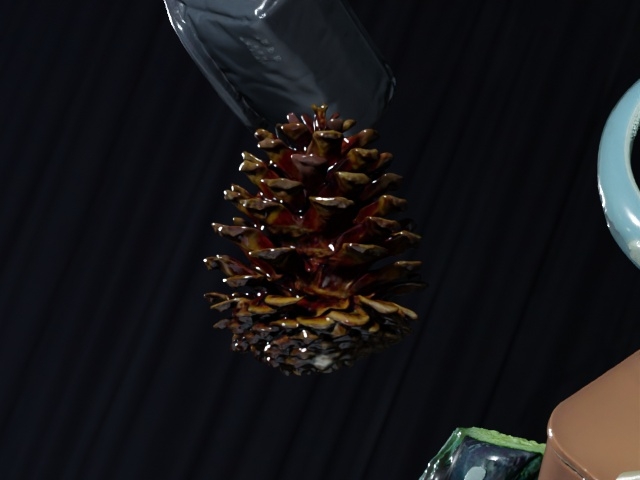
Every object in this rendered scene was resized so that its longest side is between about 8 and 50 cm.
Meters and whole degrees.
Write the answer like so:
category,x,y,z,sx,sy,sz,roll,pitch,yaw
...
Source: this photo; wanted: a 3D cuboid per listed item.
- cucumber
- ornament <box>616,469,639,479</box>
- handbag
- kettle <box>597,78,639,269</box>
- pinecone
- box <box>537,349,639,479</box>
category,x,y,z,sx,sy,sz,roll,pitch,yaw
cucumber,0.147,0.254,1.744,0.115,0.193,0.086,42,16,18
ornament,0.336,0.243,1.234,0.230,0.061,0.245,45,-22,-7
handbag,-0.083,-0.253,2.251,0.275,0.178,0.302,16,-22,38
kettle,0.439,-0.046,1.896,0.319,0.342,0.247,20,-41,-10
pinecone,-0.002,0.000,1.866,0.246,0.292,0.246,3,-9,0
box,0.372,0.291,1.626,0.339,0.239,0.229,39,-40,28
